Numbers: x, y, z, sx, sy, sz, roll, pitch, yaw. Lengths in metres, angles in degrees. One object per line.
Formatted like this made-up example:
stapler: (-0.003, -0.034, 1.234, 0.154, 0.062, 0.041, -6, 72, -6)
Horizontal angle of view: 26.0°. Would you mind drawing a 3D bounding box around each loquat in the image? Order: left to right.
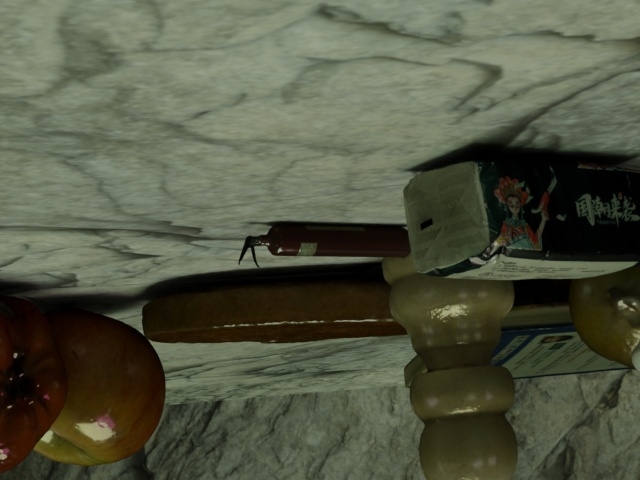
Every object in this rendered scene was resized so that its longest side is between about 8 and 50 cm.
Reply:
loquat: (0.331, 0.064, 1.423, 0.152, 0.152, 0.195, -7, -178, 19)

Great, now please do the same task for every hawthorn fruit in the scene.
hawthorn fruit: (-0.405, 0.146, 1.502, 0.243, 0.207, 0.207, -4, 172, 35)

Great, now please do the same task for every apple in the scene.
apple: (-0.288, 0.171, 1.673, 0.235, 0.173, 0.210, -3, 144, 42)

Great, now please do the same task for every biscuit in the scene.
biscuit: (-0.025, 0.084, 1.641, 0.368, 0.063, 0.314, -3, 173, -3)

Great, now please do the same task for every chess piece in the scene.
chess piece: (0.144, 0.133, 1.419, 0.143, 0.260, 0.143, -6, 170, -1)

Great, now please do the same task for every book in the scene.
book: (0.339, 0.119, 1.674, 0.428, 0.039, 0.300, -4, 163, -12)

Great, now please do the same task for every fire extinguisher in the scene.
fire extinguisher: (0.000, 0.000, 1.278, 0.173, 0.035, 0.049, 1, -153, -27)

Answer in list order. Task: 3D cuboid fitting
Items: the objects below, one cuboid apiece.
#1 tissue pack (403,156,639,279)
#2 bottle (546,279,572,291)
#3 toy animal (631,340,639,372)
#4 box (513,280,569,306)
tissue pack: (0.162, -0.016, 1.067, 0.170, 0.090, 0.103, 0, 170, -31)
bottle: (0.303, 0.040, 1.552, 0.101, 0.063, 0.047, -4, -161, 15)
toy animal: (0.417, 0.033, 1.107, 0.310, 0.247, 0.183, 7, -154, 6)
box: (0.282, 0.101, 1.828, 0.159, 0.071, 0.240, 3, 169, -25)
